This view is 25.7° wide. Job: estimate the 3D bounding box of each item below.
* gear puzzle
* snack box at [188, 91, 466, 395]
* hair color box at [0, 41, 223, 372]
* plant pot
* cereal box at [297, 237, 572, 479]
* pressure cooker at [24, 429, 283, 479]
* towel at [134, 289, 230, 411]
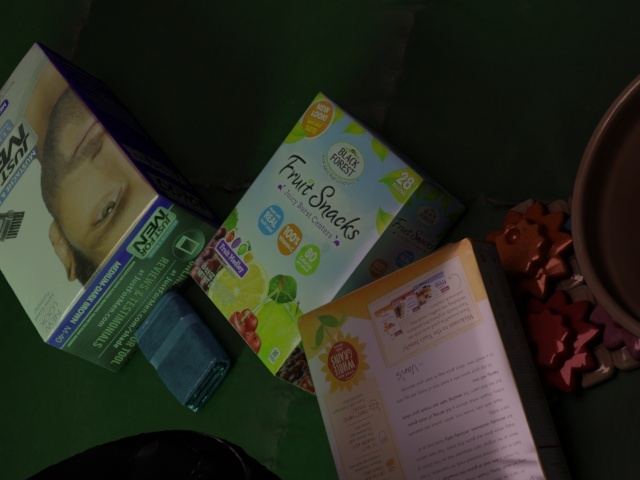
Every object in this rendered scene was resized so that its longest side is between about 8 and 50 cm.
[{"bbox_3d":[0.127,0.059,1.090,0.339,0.044,0.175,-30,52,29],"label":"gear puzzle"},{"bbox_3d":[0.000,0.000,1.219,0.207,0.070,0.174,-53,44,6],"label":"snack box"},{"bbox_3d":[-0.253,-0.043,1.447,0.185,0.110,0.339,-52,46,8],"label":"hair color box"},{"bbox_3d":[0.294,-0.019,0.927,0.237,0.110,0.237,-18,57,31],"label":"plant pot"},{"bbox_3d":[0.086,0.140,1.044,0.173,0.047,0.240,-26,71,32],"label":"cereal box"},{"bbox_3d":[-0.078,0.375,0.871,0.370,0.420,0.375,-6,32,47],"label":"pressure cooker"},{"bbox_3d":[-0.128,0.102,1.314,0.067,0.029,0.119,-52,44,9],"label":"towel"}]
